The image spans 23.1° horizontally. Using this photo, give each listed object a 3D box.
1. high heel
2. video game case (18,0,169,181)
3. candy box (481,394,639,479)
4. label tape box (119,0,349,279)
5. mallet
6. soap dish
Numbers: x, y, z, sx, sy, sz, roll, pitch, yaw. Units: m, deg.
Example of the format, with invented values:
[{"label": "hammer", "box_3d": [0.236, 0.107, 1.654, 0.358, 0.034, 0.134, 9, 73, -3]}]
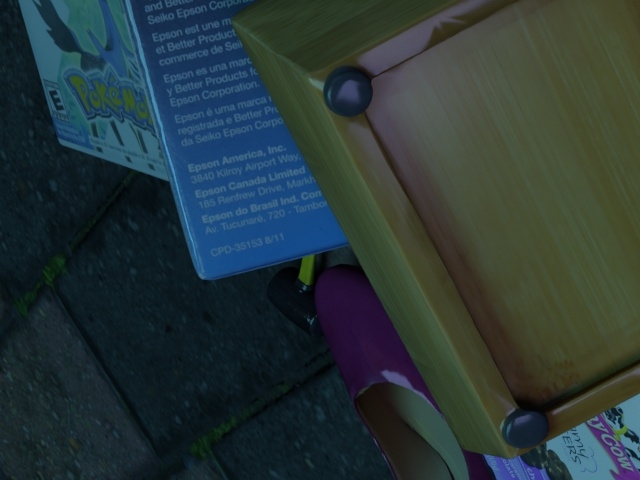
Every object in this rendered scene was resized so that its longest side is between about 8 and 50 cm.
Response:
[{"label": "high heel", "box_3d": [0.073, 0.196, 1.162, 0.377, 0.181, 0.127, 52, 147, 13]}, {"label": "video game case", "box_3d": [-0.161, -0.189, 1.317, 0.329, 0.036, 0.300, 20, 130, 47]}, {"label": "candy box", "box_3d": [0.180, 0.108, 1.045, 0.196, 0.070, 0.164, -12, 105, 58]}, {"label": "label tape box", "box_3d": [0.006, -0.176, 0.886, 0.115, 0.249, 0.347, -106, 2, -68]}, {"label": "mallet", "box_3d": [0.000, 0.000, 1.250, 0.062, 0.039, 0.189, 44, 141, 27]}, {"label": "soap dish", "box_3d": [0.121, -0.041, 0.828, 0.290, 0.229, 0.118, 61, -177, -21]}]
